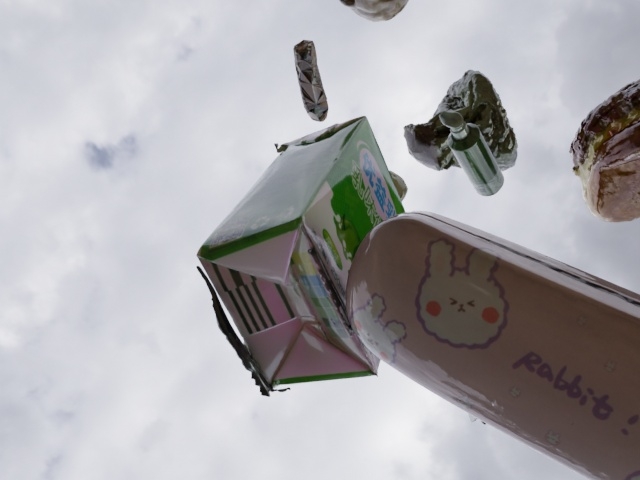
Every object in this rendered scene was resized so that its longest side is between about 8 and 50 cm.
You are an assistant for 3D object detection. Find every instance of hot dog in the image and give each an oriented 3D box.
[{"bbox_3d":[0.599,-0.185,1.064,0.223,0.405,0.185,30,-125,-28],"label":"hot dog"}]

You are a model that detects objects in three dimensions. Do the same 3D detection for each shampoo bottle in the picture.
[{"bbox_3d":[0.273,-0.158,1.137,0.065,0.204,0.065,-17,-126,25],"label":"shampoo bottle"}]

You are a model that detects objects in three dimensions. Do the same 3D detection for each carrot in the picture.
[{"bbox_3d":[-0.024,-0.402,1.600,0.068,0.229,0.069,-7,-132,8],"label":"carrot"}]

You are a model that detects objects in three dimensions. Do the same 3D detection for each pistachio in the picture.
[{"bbox_3d":[0.072,-0.414,0.937,0.131,0.130,0.206,-16,-125,3],"label":"pistachio"}]

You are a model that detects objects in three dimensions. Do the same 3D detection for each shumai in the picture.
[{"bbox_3d":[0.309,-0.231,1.406,0.221,0.260,0.225,-30,-124,14],"label":"shumai"}]

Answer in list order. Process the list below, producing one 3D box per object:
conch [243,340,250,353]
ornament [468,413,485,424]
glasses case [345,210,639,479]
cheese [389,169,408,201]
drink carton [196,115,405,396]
[{"bbox_3d":[-0.076,0.193,1.254,0.116,0.173,0.106,7,-102,14],"label":"conch"},{"bbox_3d":[0.377,0.264,1.261,0.195,0.153,0.167,-16,-111,2],"label":"ornament"},{"bbox_3d":[0.149,0.075,0.415,0.296,0.075,0.113,25,-68,24],"label":"glasses case"},{"bbox_3d":[0.043,-0.004,0.807,0.043,0.065,0.194,37,-86,1],"label":"cheese"},{"bbox_3d":[0.000,0.000,0.604,0.108,0.271,0.161,-16,-68,23],"label":"drink carton"}]
